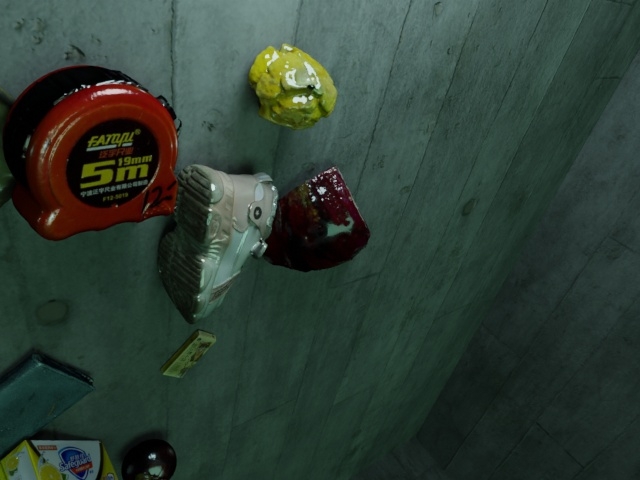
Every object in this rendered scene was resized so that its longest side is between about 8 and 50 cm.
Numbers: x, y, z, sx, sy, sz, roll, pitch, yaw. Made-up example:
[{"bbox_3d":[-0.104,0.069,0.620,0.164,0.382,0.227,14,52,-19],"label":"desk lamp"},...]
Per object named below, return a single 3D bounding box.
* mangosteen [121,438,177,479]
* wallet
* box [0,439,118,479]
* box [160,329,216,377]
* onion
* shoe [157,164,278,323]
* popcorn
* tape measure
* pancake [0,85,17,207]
[{"bbox_3d":[-0.480,0.644,1.326,0.152,0.152,0.152,-25,140,-24],"label":"mangosteen"},{"bbox_3d":[-0.683,0.391,0.974,0.379,0.046,0.191,-39,144,-9],"label":"wallet"},{"bbox_3d":[-0.600,0.564,1.090,0.097,0.168,0.265,-38,152,-4],"label":"box"},{"bbox_3d":[-0.343,0.298,1.228,0.149,0.020,0.073,-48,143,4],"label":"box"},{"bbox_3d":[0.000,0.000,1.166,0.280,0.146,0.314,-38,147,-2],"label":"onion"},{"bbox_3d":[-0.199,0.015,0.964,0.198,0.172,0.351,-10,133,-42],"label":"shoe"},{"bbox_3d":[-0.051,-0.275,0.858,0.167,0.152,0.148,23,73,-27],"label":"popcorn"},{"bbox_3d":[-0.333,-0.132,0.715,0.253,0.114,0.260,-23,139,-48],"label":"tape measure"},{"bbox_3d":[-0.537,-0.119,0.617,0.294,0.049,0.294,-25,140,-23],"label":"pancake"}]
